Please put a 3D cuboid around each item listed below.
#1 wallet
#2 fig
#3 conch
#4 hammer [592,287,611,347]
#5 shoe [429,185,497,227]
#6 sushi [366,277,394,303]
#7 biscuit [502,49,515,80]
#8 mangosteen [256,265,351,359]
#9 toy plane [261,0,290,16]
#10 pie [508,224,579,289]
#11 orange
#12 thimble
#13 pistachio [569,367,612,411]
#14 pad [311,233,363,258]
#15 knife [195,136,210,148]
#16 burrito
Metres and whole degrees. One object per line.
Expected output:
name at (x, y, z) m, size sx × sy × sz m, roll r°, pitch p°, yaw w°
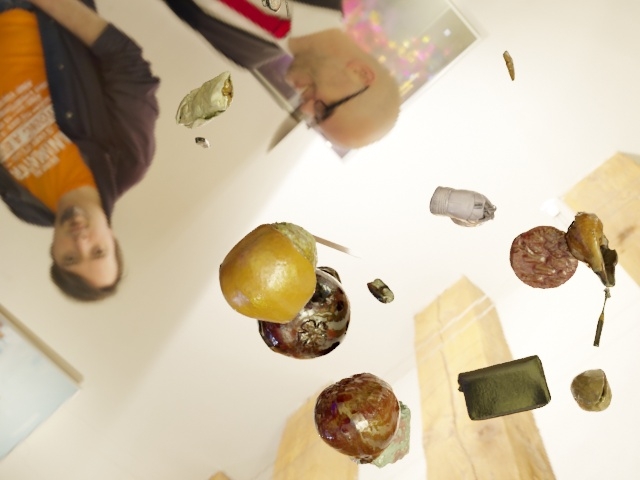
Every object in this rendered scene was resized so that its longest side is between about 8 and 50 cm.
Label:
wallet at (0.509, 0.416, 1.983) m, size 0.250 × 0.044 × 0.149 m, roll -19°, pitch -116°, yaw 18°
fig at (0.082, 0.388, 1.539) m, size 0.205 × 0.205 × 0.205 m, roll -42°, pitch -168°, yaw 11°
conch at (0.531, 0.018, 1.397) m, size 0.080 × 0.086 × 0.233 m, roll -52°, pitch -149°, yaw 43°
hammer at (0.880, 0.239, 2.220) m, size 0.021 × 0.078 × 0.201 m, roll 9°, pitch -114°, yaw 29°
shoe at (0.377, -0.076, 1.735) m, size 0.137 × 0.245 × 0.095 m, roll 17°, pitch -87°, yaw 37°
sushi at (0.155, 0.139, 1.896) m, size 0.046 × 0.083 × 0.044 m, roll -19°, pitch 138°, yaw -31°
biscuit at (0.546, -0.504, 2.044) m, size 0.016 × 0.092 × 0.082 m, roll -17°, pitch 168°, yaw 28°
mangosteen at (-0.036, 0.143, 1.444) m, size 0.210 × 0.210 × 0.210 m, roll -42°, pitch -168°, yaw 11°
toy plane at (-0.100, -0.553, 1.531) m, size 0.060 × 0.145 × 0.037 m, roll -13°, pitch -156°, yaw -12°
pie at (0.477, 0.036, 1.521) m, size 0.154 × 0.154 × 0.036 m, roll -37°, pitch 180°, yaw 35°
orange at (-0.066, 0.045, 0.985) m, size 0.156 × 0.134 × 0.156 m, roll -31°, pitch -172°, yaw 5°
thimble at (0.160, 0.533, 1.983) m, size 0.211 × 0.185 × 0.149 m, roll -46°, pitch 138°, yaw -82°
pistachio at (0.760, 0.420, 1.976) m, size 0.126 × 0.108 × 0.185 m, roll -60°, pitch 176°, yaw 13°
pad at (0.000, 0.000, 2.100) m, size 0.176 × 0.266 × 0.002 m, roll -45°, pitch 156°, yaw -83°
knife at (-0.345, -0.285, 2.093) m, size 0.031 × 0.018 × 0.121 m, roll -7°, pitch 174°, yaw 1°
burrito at (-0.319, -0.369, 1.932) m, size 0.392 × 0.076 × 0.117 m, roll -2°, pitch -109°, yaw 63°
